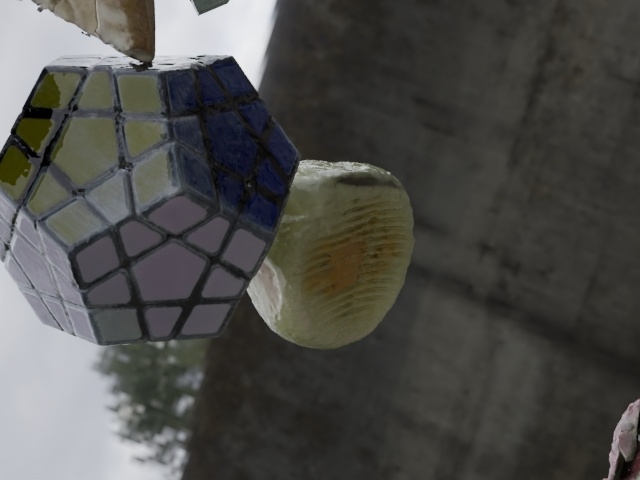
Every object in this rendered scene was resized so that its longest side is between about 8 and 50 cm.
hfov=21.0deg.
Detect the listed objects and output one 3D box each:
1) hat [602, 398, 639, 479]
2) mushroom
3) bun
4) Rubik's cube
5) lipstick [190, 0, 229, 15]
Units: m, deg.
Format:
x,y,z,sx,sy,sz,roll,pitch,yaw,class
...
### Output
x,y,z,sx,sy,sz,roll,pitch,yaw,class
0.343,0.239,1.584,0.107,0.237,0.286,-33,4,-32,hat
-0.188,-0.208,1.292,0.072,0.210,0.094,-13,-53,-57,mushroom
0.000,0.000,1.986,0.244,0.153,0.244,-28,-51,-40,bun
-0.176,-0.046,1.676,0.264,0.319,0.319,-26,21,37,Rubik's cube
-0.106,-0.306,2.100,0.107,0.025,0.025,-25,4,-9,lipstick
